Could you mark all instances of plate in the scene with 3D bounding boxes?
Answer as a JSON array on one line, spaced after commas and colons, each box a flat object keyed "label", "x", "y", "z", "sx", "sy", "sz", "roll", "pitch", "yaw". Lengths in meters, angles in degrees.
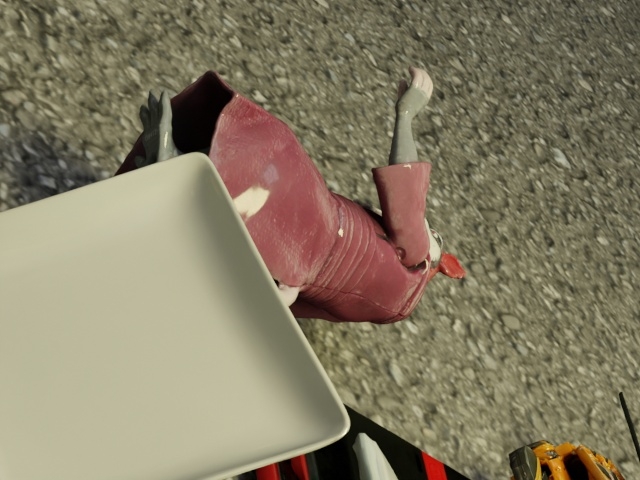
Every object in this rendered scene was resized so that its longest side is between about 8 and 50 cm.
[{"label": "plate", "x": -0.157, "y": 0.083, "z": 1.442, "sx": 0.277, "sy": 0.045, "sz": 0.278, "roll": -18, "pitch": 58, "yaw": -19}]

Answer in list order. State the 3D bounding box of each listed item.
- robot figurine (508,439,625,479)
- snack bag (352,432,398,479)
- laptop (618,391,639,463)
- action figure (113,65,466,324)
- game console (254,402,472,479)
[{"label": "robot figurine", "x": 0.260, "y": 0.301, "z": 1.740, "sx": 0.211, "sy": 0.085, "sz": 0.291, "roll": 31, "pitch": 33, "yaw": -63}, {"label": "snack bag", "x": 0.134, "y": 0.304, "z": 1.368, "sx": 0.342, "sy": 0.037, "sz": 0.323, "roll": 53, "pitch": 8, "yaw": -15}, {"label": "laptop", "x": 0.391, "y": 0.286, "z": 1.818, "sx": 0.136, "sy": 0.264, "sz": 0.234, "roll": -55, "pitch": 138, "yaw": -33}, {"label": "action figure", "x": 0.000, "y": 0.000, "z": 1.687, "sx": 0.370, "sy": 0.248, "sz": 0.275, "roll": 17, "pitch": 37, "yaw": -38}, {"label": "game console", "x": 0.096, "y": 0.315, "z": 1.587, "sx": 0.342, "sy": 0.060, "sz": 0.386, "roll": 34, "pitch": 28, "yaw": -33}]
